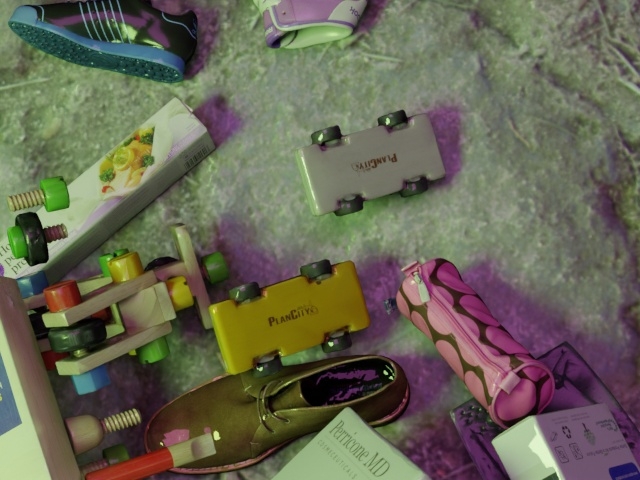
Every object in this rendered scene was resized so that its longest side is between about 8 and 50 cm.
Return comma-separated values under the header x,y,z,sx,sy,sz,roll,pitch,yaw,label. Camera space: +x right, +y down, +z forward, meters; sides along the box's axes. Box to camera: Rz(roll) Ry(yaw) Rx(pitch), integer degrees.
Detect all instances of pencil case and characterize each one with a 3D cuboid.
x,y,z,sx,sy,sz,roll,pitch,yaw,label
0.163,0.108,1.508,0.095,0.098,0.209,-36,49,-8,pencil case

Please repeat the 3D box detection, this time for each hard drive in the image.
x,y,z,sx,sy,sz,roll,pitch,yaw,label
0.272,0.256,1.505,0.172,0.054,0.254,-31,72,-5,hard drive

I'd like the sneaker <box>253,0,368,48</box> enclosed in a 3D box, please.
x,y,z,sx,sy,sz,roll,pitch,yaw,label
-0.079,-0.325,1.711,0.282,0.102,0.161,15,77,10,sneaker

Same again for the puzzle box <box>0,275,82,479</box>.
x,y,z,sx,sy,sz,roll,pitch,yaw,label
-0.446,0.248,1.497,0.409,0.052,0.272,-30,69,23,puzzle box

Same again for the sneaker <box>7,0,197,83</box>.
x,y,z,sx,sy,sz,roll,pitch,yaw,label
-0.265,-0.266,1.724,0.232,0.081,0.090,16,71,4,sneaker

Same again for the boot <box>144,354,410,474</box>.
x,y,z,sx,sy,sz,roll,pitch,yaw,label
-0.055,0.179,1.534,0.305,0.115,0.112,-15,73,2,boot

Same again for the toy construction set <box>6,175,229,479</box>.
x,y,z,sx,sy,sz,roll,pitch,yaw,label
-0.186,0.100,1.510,0.237,0.257,0.308,-15,72,-20,toy construction set

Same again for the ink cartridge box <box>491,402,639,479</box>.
x,y,z,sx,sy,sz,roll,pitch,yaw,label
0.301,0.323,1.364,0.065,0.165,0.332,-39,66,30,ink cartridge box

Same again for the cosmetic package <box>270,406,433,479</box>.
x,y,z,sx,sy,sz,roll,pitch,yaw,label
-0.052,0.400,1.370,0.453,0.230,0.161,-43,109,-7,cosmetic package

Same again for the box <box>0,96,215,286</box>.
x,y,z,sx,sy,sz,roll,pitch,yaw,label
-0.268,-0.040,1.653,0.324,0.067,0.063,-41,72,-7,box

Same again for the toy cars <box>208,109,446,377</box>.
x,y,z,sx,sy,sz,roll,pitch,yaw,label
0.000,0.000,1.582,0.176,0.087,0.393,37,68,-21,toy cars
